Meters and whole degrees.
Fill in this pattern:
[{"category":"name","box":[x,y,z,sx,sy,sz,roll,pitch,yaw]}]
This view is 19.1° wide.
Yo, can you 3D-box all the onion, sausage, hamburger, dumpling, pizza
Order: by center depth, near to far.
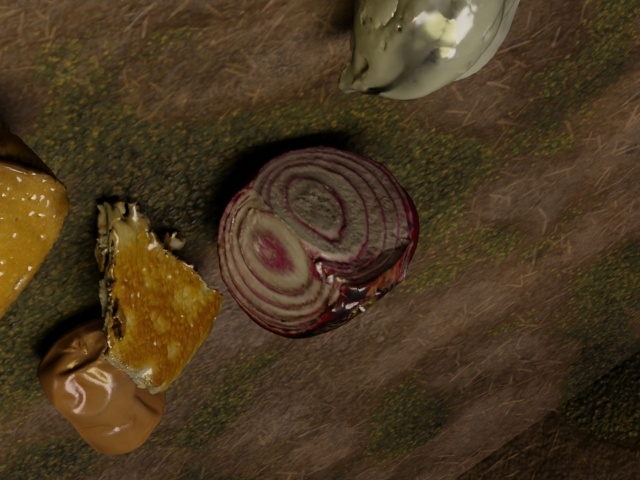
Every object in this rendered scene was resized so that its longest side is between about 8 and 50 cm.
[{"category":"hamburger","box":[-0.417,-0.014,1.903,0.284,0.174,0.304,-47,152,11]},{"category":"dumpling","box":[0.151,-0.265,2.060,0.243,0.187,0.318,-4,138,-37]},{"category":"pizza","box":[-0.216,0.063,2.292,0.189,0.071,0.297,-62,151,-20]},{"category":"onion","box":[-0.002,0.002,2.335,0.206,0.216,0.207,-31,168,-39]},{"category":"sausage","box":[-0.274,0.188,2.436,0.136,0.120,0.241,-29,149,-7]}]
